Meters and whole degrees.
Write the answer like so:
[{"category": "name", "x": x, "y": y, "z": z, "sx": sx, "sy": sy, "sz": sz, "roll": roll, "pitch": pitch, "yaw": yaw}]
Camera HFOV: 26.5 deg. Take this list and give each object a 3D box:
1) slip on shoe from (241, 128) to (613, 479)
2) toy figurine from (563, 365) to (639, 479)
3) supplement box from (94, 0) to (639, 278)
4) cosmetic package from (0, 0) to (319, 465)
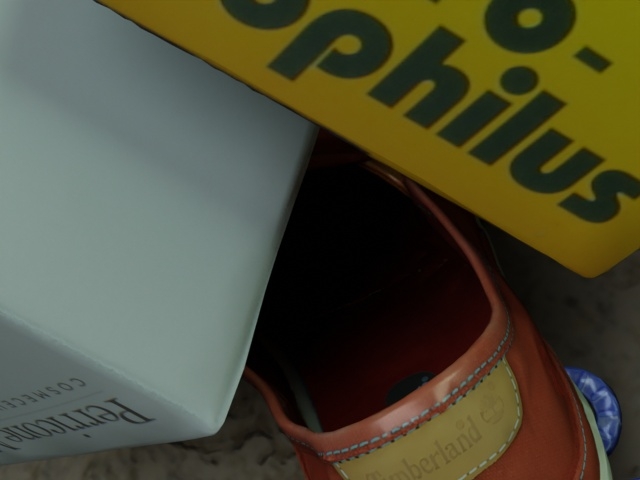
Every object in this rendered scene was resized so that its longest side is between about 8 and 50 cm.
[{"category": "slip on shoe", "x": 0.000, "y": 0.000, "z": 0.509, "sx": 0.123, "sy": 0.101, "sz": 0.331, "roll": -31, "pitch": 36, "yaw": 0}, {"category": "toy figurine", "x": 0.110, "y": 0.136, "z": 0.429, "sx": 0.362, "sy": 0.191, "sz": 0.217, "roll": -12, "pitch": 67, "yaw": 21}, {"category": "supplement box", "x": 0.064, "y": -0.204, "z": 0.428, "sx": 0.195, "sy": 0.194, "sz": 0.357, "roll": -43, "pitch": 31, "yaw": 37}, {"category": "cosmetic package", "x": -0.208, "y": -0.076, "z": 0.399, "sx": 0.217, "sy": 0.385, "sz": 0.156, "roll": -19, "pitch": 45, "yaw": 51}]
